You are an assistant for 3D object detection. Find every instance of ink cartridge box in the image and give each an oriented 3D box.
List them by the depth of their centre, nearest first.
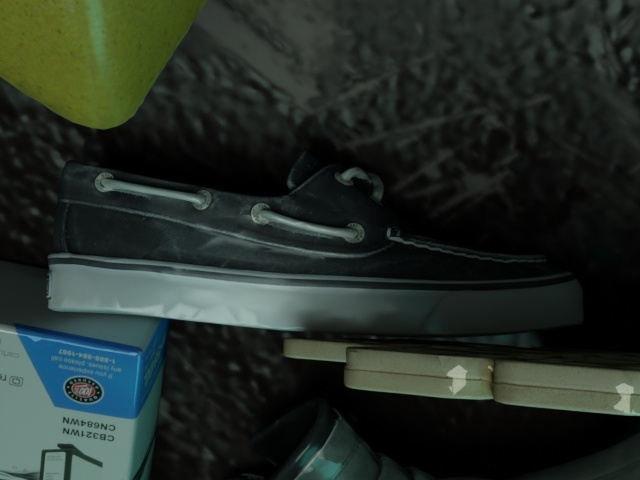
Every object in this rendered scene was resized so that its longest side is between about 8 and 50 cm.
[{"bbox_3d":[-0.182,0.124,0.787,0.148,0.086,0.203,10,114,1],"label":"ink cartridge box"}]

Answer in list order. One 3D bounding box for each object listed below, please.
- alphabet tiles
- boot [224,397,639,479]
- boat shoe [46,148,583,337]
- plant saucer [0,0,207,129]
[{"bbox_3d":[0.136,0.067,0.624,0.278,0.284,0.021,2,87,31],"label":"alphabet tiles"},{"bbox_3d":[0.079,0.162,0.746,0.223,0.118,0.338,37,120,-10],"label":"boot"},{"bbox_3d":[0.000,0.000,0.709,0.301,0.108,0.102,4,87,2],"label":"boat shoe"},{"bbox_3d":[-0.134,-0.271,0.515,0.333,0.081,0.332,33,79,-9],"label":"plant saucer"}]
